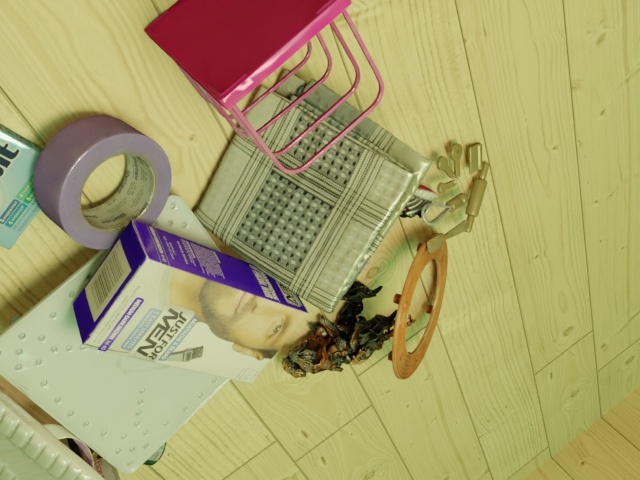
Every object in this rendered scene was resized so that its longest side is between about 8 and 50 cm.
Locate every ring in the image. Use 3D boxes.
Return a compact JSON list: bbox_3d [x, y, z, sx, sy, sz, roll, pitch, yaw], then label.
[{"bbox_3d":[0.218,0.145,1.473,0.336,0.032,0.336,-43,140,-51],"label":"ring"}]

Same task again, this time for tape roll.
[{"bbox_3d":[-0.326,-0.087,0.997,0.189,0.080,0.189,-33,140,-34],"label":"tape roll"}]

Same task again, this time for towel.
[{"bbox_3d":[-0.025,-0.086,1.103,0.324,0.312,0.056,-58,167,11],"label":"towel"}]

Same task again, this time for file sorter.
[{"bbox_3d":[-0.077,-0.256,0.943,0.202,0.291,0.182,-41,136,-3],"label":"file sorter"}]

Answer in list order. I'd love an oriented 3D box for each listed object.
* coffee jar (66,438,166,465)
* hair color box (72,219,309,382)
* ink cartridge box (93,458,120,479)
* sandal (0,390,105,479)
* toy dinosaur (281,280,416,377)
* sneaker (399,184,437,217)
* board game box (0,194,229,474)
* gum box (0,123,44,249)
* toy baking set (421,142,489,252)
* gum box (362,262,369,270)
[{"bbox_3d":[-0.400,0.383,1.287,0.184,0.096,0.079,24,102,-40],"label":"coffee jar"},{"bbox_3d":[-0.205,0.114,1.095,0.339,0.110,0.185,23,112,-43],"label":"hair color box"},{"bbox_3d":[-0.492,0.519,1.277,0.212,0.154,0.093,-21,128,-20],"label":"ink cartridge box"},{"bbox_3d":[-0.470,0.387,1.156,0.169,0.102,0.416,-32,104,21],"label":"sandal"},{"bbox_3d":[0.067,0.207,1.474,0.322,0.164,0.218,-32,150,-41],"label":"toy dinosaur"},{"bbox_3d":[0.172,-0.083,1.371,0.170,0.063,0.075,7,109,-41],"label":"sneaker"},{"bbox_3d":[-0.310,0.171,1.172,0.390,0.050,0.390,-43,129,-16],"label":"board game box"},{"bbox_3d":[-0.488,-0.092,0.949,0.157,0.041,0.184,-51,134,5],"label":"gum box"},{"bbox_3d":[0.288,-0.093,1.419,0.197,0.030,0.256,10,94,-44],"label":"toy baking set"},{"bbox_3d":[0.000,0.000,1.228,0.062,0.188,0.107,-48,133,0],"label":"gum box"}]
